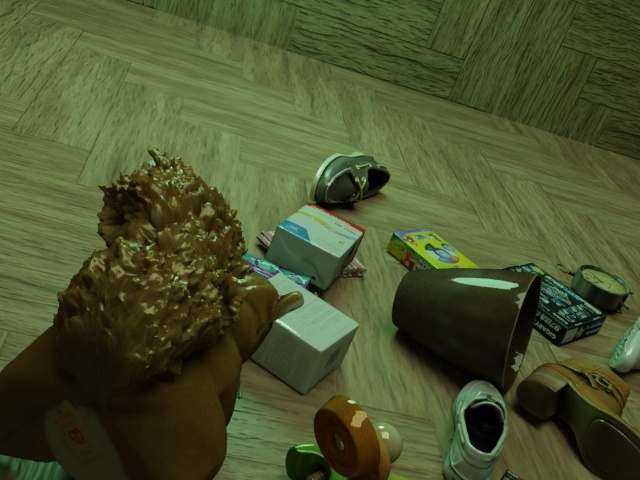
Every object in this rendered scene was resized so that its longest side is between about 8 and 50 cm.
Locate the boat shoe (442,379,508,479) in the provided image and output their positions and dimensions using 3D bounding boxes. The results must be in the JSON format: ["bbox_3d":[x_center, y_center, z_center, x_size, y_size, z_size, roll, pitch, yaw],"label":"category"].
[{"bbox_3d":[0.253,0.284,1.254,0.096,0.088,0.267,26,27,12],"label":"boat shoe"}]

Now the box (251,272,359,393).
[{"bbox_3d":[-0.049,0.147,1.293,0.171,0.091,0.130,32,28,20],"label":"box"}]

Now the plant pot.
[{"bbox_3d":[0.256,0.135,1.446,0.231,0.215,0.215,16,22,24],"label":"plant pot"}]

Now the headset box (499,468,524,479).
[{"bbox_3d":[0.283,0.377,1.162,0.062,0.032,0.083,32,27,20],"label":"headset box"}]

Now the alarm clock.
[{"bbox_3d":[0.653,0.107,1.914,0.192,0.064,0.129,31,28,16],"label":"alarm clock"}]

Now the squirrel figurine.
[{"bbox_3d":[-0.161,0.101,0.956,0.281,0.396,0.370,24,35,18],"label":"squirrel figurine"}]

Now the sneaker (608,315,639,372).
[{"bbox_3d":[0.683,0.230,1.684,0.095,0.090,0.235,42,33,18],"label":"sneaker"}]

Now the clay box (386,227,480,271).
[{"bbox_3d":[0.265,0.055,1.743,0.128,0.053,0.222,-7,36,-43],"label":"clay box"}]

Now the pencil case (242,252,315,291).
[{"bbox_3d":[-0.091,0.069,1.438,0.152,0.070,0.064,22,68,5],"label":"pencil case"}]

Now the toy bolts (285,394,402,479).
[{"bbox_3d":[0.095,0.292,0.999,0.159,0.218,0.228,-19,52,-34],"label":"toy bolts"}]

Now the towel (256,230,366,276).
[{"bbox_3d":[-0.018,0.029,1.619,0.197,0.029,0.144,1,32,-39],"label":"towel"}]

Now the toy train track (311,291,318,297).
[{"bbox_3d":[-0.011,0.127,1.439,0.014,0.048,0.083,-21,37,14],"label":"toy train track"}]

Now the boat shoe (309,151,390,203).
[{"bbox_3d":[0.075,-0.144,1.921,0.097,0.116,0.324,26,21,17],"label":"boat shoe"}]

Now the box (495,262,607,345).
[{"bbox_3d":[0.495,0.134,1.760,0.175,0.051,0.220,-7,37,-44],"label":"box"}]

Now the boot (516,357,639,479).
[{"bbox_3d":[0.499,0.309,1.395,0.284,0.109,0.220,30,22,33],"label":"boot"}]

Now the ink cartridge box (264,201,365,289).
[{"bbox_3d":[0.000,0.000,1.562,0.134,0.078,0.231,27,24,9],"label":"ink cartridge box"}]

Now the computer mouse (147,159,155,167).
[{"bbox_3d":[-0.323,-0.129,1.677,0.106,0.042,0.193,1,33,-34],"label":"computer mouse"}]

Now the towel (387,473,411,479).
[{"bbox_3d":[0.100,0.353,1.101,0.060,0.009,0.083,19,27,-5],"label":"towel"}]
